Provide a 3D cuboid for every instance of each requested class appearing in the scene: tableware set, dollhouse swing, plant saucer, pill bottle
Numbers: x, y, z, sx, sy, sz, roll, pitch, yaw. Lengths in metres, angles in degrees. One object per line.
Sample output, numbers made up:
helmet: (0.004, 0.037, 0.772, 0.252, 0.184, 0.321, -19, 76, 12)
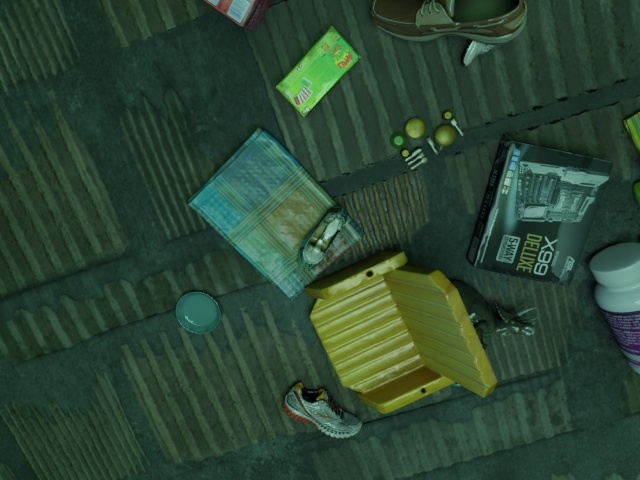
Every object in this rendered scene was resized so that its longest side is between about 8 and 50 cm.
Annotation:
tableware set: (0.248, -0.247, 1.117, 0.154, 0.024, 0.104, -35, 98, 12)
dollhouse swing: (0.163, 0.236, 1.085, 0.314, 0.305, 0.347, -25, 99, 1)
plant saucer: (-0.322, 0.189, 1.259, 0.119, 0.021, 0.120, 1, 106, 3)
pill bottle: (0.766, 0.161, 1.128, 0.169, 0.169, 0.302, -31, 102, 10)

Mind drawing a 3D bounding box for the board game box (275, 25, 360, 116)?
board game box: (-0.005, -0.381, 1.079, 0.092, 0.043, 0.181, 44, 103, -9)

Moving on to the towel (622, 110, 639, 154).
towel: (0.820, -0.298, 1.080, 0.237, 0.021, 0.102, -32, 107, 9)

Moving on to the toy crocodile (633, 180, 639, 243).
toy crocodile: (0.819, -0.052, 1.101, 0.115, 0.105, 0.341, -16, 104, 7)

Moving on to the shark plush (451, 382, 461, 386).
shark plush: (0.303, 0.375, 1.269, 0.161, 0.073, 0.067, -11, 135, 1)

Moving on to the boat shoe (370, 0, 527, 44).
boat shoe: (0.258, -0.485, 0.974, 0.323, 0.116, 0.123, 9, 93, 16)

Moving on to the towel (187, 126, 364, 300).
towel: (-0.109, -0.058, 1.175, 0.271, 0.040, 0.370, -43, 100, 13)

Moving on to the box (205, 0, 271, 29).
box: (-0.135, -0.606, 0.959, 0.154, 0.142, 0.300, 32, 110, -7)

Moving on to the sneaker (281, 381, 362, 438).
sneaker: (0.011, 0.460, 1.285, 0.225, 0.088, 0.093, 23, 104, -4)

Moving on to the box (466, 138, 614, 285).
box: (0.510, -0.064, 1.125, 0.242, 0.076, 0.308, 12, 105, -1)

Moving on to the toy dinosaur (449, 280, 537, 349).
toy dinosaur: (0.364, 0.176, 1.184, 0.313, 0.121, 0.160, 33, 60, 6)

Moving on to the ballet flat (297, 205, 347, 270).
ballet flat: (0.000, 0.000, 1.139, 0.070, 0.070, 0.189, 29, 105, -5)

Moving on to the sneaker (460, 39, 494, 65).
sneaker: (0.379, -0.444, 1.038, 0.075, 0.057, 0.161, 34, 101, -1)
